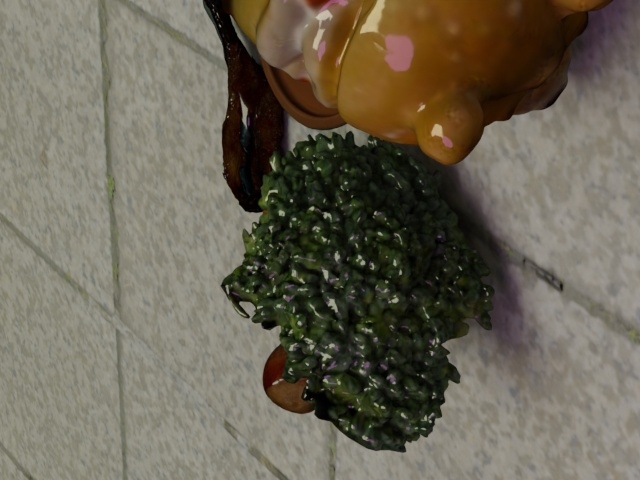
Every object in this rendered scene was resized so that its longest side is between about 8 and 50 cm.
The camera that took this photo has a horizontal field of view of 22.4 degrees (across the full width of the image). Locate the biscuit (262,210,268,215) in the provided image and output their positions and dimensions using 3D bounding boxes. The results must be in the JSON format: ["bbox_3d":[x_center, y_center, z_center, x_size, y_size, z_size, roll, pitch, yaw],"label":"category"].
[{"bbox_3d":[0.001,0.000,1.686,0.224,0.033,0.145,13,116,54],"label":"biscuit"}]

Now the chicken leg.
[{"bbox_3d":[-0.083,-0.151,1.722,0.106,0.051,0.253,20,120,59],"label":"chicken leg"}]

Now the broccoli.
[{"bbox_3d":[0.036,0.055,1.498,0.247,0.288,0.245,17,160,5],"label":"broccoli"}]

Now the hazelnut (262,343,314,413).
[{"bbox_3d":[-0.028,0.147,1.778,0.086,0.086,0.086,34,134,45],"label":"hazelnut"}]

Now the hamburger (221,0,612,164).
[{"bbox_3d":[0.094,-0.193,1.225,0.237,0.276,0.276,42,141,20],"label":"hamburger"}]

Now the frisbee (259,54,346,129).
[{"bbox_3d":[0.006,-0.228,1.510,0.250,0.021,0.251,4,94,57],"label":"frisbee"}]
